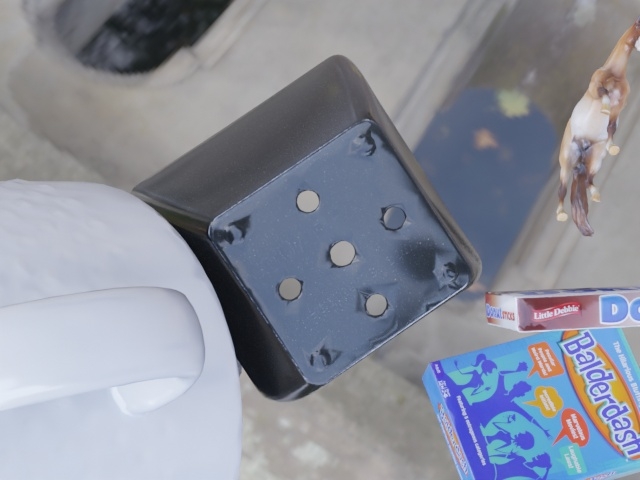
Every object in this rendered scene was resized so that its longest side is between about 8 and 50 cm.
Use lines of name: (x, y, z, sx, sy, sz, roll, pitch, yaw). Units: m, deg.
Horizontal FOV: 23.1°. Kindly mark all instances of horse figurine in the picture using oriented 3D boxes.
horse figurine: (0.339, -0.132, 1.920, 0.066, 0.174, 0.263, 13, 132, 1)

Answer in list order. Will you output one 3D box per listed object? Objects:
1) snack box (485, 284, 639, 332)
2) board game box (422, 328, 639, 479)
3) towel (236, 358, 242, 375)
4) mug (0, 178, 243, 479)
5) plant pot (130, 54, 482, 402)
snack box: (0.186, 0.036, 0.874, 0.178, 0.064, 0.022, -2, 91, -9)
board game box: (0.229, 0.175, 1.578, 0.047, 0.210, 0.160, 105, 148, -61)
towel: (-0.179, 0.067, 1.349, 0.235, 0.283, 0.121, 8, 113, -5)
mug: (-0.220, 0.092, 0.816, 0.374, 0.328, 0.276, -21, 78, 42)
plant pot: (0.000, 0.000, 1.046, 0.187, 0.188, 0.167, 57, 177, -9)
